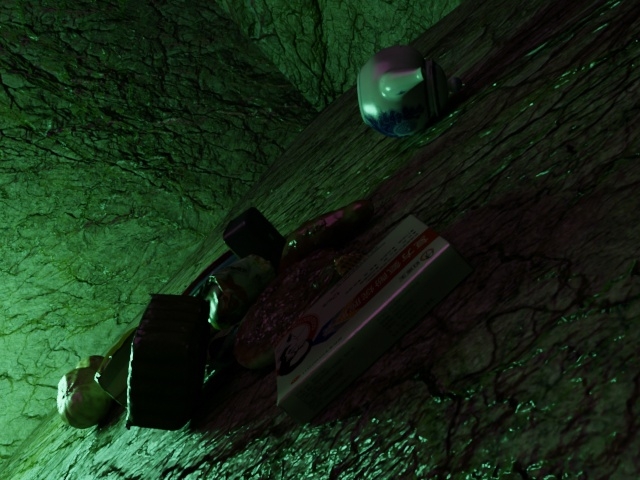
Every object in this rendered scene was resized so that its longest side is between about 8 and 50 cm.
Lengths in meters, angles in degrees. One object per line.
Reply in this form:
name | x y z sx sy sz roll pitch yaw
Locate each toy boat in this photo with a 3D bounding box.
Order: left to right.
toy boat | -0.378 0.173 1.902 0.392 0.136 0.079 -45 46 1

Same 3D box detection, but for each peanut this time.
peanut | -0.813 0.520 1.963 0.169 0.192 0.387 -53 15 1

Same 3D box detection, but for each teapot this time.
teapot | 0.253 -0.419 1.570 0.280 0.252 0.424 -5 2 15

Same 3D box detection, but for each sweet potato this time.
sweet potato | -0.007 -0.010 1.391 0.355 0.095 0.106 -40 56 30

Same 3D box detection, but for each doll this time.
doll | -0.223 0.253 1.331 0.096 0.070 0.195 -54 1 32

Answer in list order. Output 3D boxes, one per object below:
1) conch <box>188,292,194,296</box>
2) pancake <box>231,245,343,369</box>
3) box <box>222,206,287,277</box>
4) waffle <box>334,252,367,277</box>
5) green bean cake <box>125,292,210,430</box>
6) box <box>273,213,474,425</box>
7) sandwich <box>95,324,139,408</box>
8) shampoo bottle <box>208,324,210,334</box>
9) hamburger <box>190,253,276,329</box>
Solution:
conch | -0.392 0.232 1.788 0.116 0.106 0.173 -11 51 32
pancake | -0.069 0.139 1.231 0.356 0.065 0.356 -37 18 14
box | -0.169 0.012 1.580 0.090 0.201 0.144 -35 16 20
waffle | 0.067 0.051 1.110 0.078 0.016 0.085 0 31 -1
green bean cake | -0.336 0.268 1.263 0.250 0.156 0.246 -109 27 -69
box | 0.068 0.117 0.922 0.353 0.069 0.214 -45 15 6
sandwich | -0.621 0.411 1.815 0.198 0.155 0.227 -27 23 55
shampoo bottle | -0.393 0.290 1.623 0.284 0.101 0.101 -53 16 -28
hamburger | -0.220 0.148 1.439 0.214 0.125 0.235 -11 -39 -47
